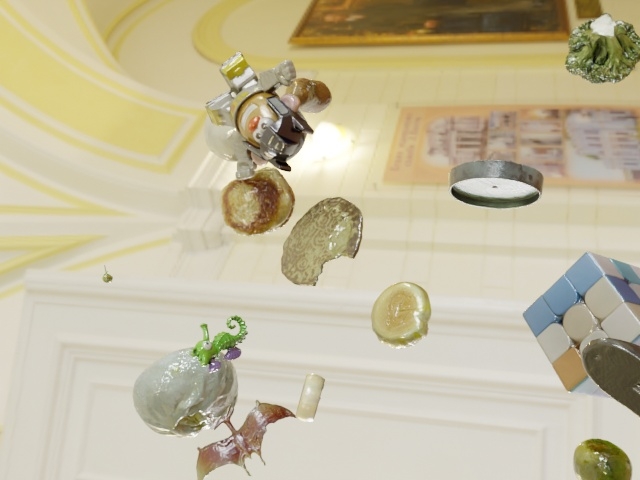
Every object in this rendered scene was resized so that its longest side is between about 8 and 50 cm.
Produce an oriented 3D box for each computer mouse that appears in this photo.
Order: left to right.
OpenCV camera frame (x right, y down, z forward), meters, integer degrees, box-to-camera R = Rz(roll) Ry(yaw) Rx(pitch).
[{"bbox_3d":[0.726,0.317,1.555,0.086,0.270,0.137,-19,-40,-49],"label":"computer mouse"}]

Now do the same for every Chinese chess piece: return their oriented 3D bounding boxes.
[{"bbox_3d":[-0.027,0.398,1.741,0.122,0.051,0.122,16,-90,-89],"label":"Chinese chess piece"}]

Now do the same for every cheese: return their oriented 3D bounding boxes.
[{"bbox_3d":[-0.222,-0.300,1.815,0.154,0.198,0.189,15,-60,-42],"label":"cheese"}]

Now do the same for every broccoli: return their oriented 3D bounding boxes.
[{"bbox_3d":[0.562,-0.374,1.359,0.138,0.146,0.162,49,-134,-56],"label":"broccoli"}]

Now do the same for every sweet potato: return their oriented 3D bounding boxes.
[{"bbox_3d":[-0.047,-0.388,1.838,0.292,0.097,0.097,-30,-58,-68],"label":"sweet potato"}]

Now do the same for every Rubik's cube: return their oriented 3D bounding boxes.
[{"bbox_3d":[0.962,0.292,2.294,0.344,0.347,0.347,-55,39,31],"label":"Rubik's cube"}]

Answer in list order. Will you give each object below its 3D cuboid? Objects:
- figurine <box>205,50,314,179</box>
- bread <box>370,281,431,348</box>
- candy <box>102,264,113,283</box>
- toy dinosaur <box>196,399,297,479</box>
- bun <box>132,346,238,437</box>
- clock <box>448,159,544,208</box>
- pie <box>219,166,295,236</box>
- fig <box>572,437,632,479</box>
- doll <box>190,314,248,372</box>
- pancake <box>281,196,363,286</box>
[{"bbox_3d":[-0.132,-0.280,1.564,0.143,0.308,0.308,-24,-57,-34],"label":"figurine"},{"bbox_3d":[0.252,0.234,2.113,0.105,0.213,0.213,46,-134,-50],"label":"bread"},{"bbox_3d":[-0.529,0.081,1.700,0.083,0.025,0.023,-130,23,-60],"label":"candy"},{"bbox_3d":[-0.241,0.615,2.054,0.327,0.207,0.113,-60,-20,-18],"label":"toy dinosaur"},{"bbox_3d":[-0.429,0.510,2.230,0.211,0.362,0.362,60,172,36],"label":"bun"},{"bbox_3d":[0.592,-0.186,2.333,0.319,0.319,0.066,53,-136,-69],"label":"clock"},{"bbox_3d":[-0.172,-0.103,1.867,0.084,0.205,0.179,72,176,-84],"label":"pie"},{"bbox_3d":[0.817,0.673,1.963,0.233,0.167,0.167,59,-152,-20],"label":"fig"},{"bbox_3d":[-0.242,0.243,1.656,0.190,0.050,0.115,-23,-89,-51],"label":"doll"},{"bbox_3d":[0.000,0.000,1.564,0.029,0.235,0.212,37,-151,-43],"label":"pancake"}]
